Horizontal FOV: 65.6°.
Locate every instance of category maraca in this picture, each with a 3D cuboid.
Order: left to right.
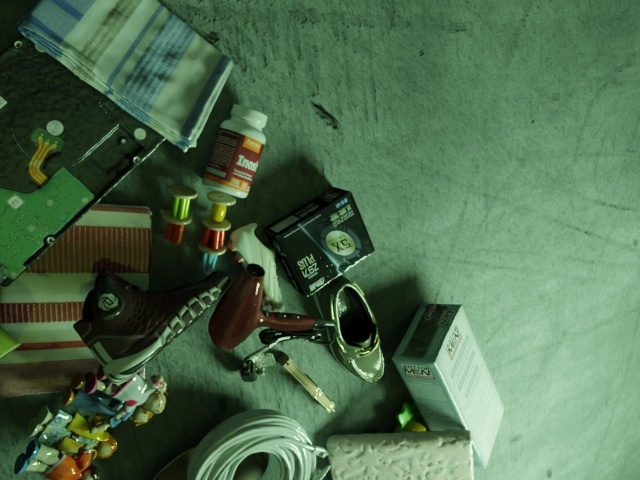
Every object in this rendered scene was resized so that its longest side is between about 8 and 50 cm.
[{"bbox_3d":[0.230,0.490,1.240,0.127,0.099,0.186,-4,93,-39],"label":"maraca"}]

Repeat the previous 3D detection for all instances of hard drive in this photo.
[{"bbox_3d":[-0.434,-0.130,0.741,0.237,0.064,0.339,47,75,-22],"label":"hard drive"}]

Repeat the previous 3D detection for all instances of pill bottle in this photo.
[{"bbox_3d":[-0.149,-0.159,0.887,0.086,0.086,0.152,17,94,-30],"label":"pill bottle"}]

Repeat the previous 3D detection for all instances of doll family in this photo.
[{"bbox_3d":[-0.377,0.303,0.856,0.263,0.118,0.163,-48,128,-3],"label":"doll family"}]

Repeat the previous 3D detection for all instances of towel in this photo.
[{"bbox_3d":[-0.415,0.098,0.844,0.236,0.037,0.330,2,100,-26],"label":"towel"},{"bbox_3d":[-0.279,-0.297,0.770,0.285,0.034,0.209,35,58,-29],"label":"towel"},{"bbox_3d":[0.198,0.588,1.185,0.331,0.053,0.317,-6,110,7],"label":"towel"}]

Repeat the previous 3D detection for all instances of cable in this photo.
[{"bbox_3d":[-0.136,0.460,0.992,0.257,0.089,0.257,-46,118,-10],"label":"cable"}]

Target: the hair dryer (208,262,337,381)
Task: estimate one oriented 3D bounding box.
[{"bbox_3d":[-0.102,0.145,0.950,0.223,0.080,0.294,-27,138,-5],"label":"hair dryer"}]

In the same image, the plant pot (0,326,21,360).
[{"bbox_3d":[-0.613,0.118,0.639,0.274,0.274,0.294,-39,100,-14],"label":"plant pot"}]

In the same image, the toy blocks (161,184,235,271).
[{"bbox_3d":[-0.227,-0.017,0.900,0.123,0.054,0.148,8,113,-20],"label":"toy blocks"}]

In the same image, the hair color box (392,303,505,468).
[{"bbox_3d":[0.322,0.353,1.208,0.185,0.113,0.375,-50,123,-39],"label":"hair color box"}]

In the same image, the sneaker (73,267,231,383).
[{"bbox_3d":[-0.281,0.090,0.831,0.162,0.106,0.281,47,39,-2],"label":"sneaker"}]

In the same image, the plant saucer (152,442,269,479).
[{"bbox_3d":[-0.229,0.544,1.041,0.310,0.050,0.311,-6,105,-26],"label":"plant saucer"}]

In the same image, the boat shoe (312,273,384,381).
[{"bbox_3d":[0.074,0.202,1.089,0.109,0.091,0.305,-32,115,-17],"label":"boat shoe"}]

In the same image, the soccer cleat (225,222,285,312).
[{"bbox_3d":[-0.110,0.058,0.975,0.076,0.068,0.196,-36,113,-19],"label":"soccer cleat"}]

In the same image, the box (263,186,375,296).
[{"bbox_3d":[0.000,0.000,1.009,0.180,0.077,0.148,-32,115,-17],"label":"box"}]

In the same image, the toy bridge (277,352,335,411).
[{"bbox_3d":[-0.021,0.320,1.086,0.026,0.063,0.188,-44,117,-11],"label":"toy bridge"}]
